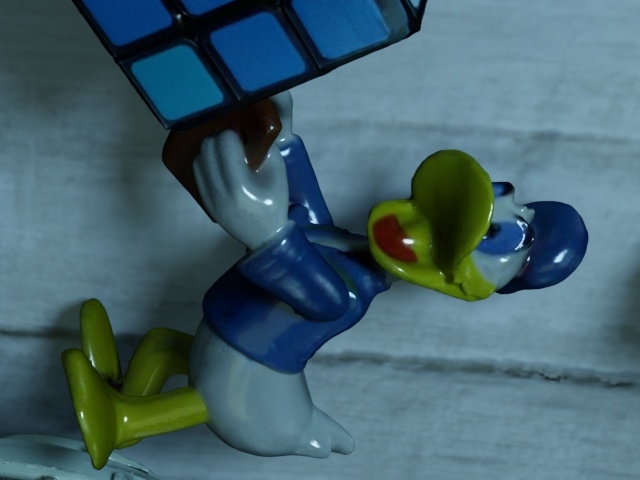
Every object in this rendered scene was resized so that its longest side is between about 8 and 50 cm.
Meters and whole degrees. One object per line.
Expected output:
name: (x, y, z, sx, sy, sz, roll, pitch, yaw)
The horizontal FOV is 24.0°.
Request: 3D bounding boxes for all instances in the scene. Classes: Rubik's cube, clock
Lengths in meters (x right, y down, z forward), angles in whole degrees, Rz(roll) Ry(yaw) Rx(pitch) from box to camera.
Rubik's cube: (-0.041, -0.179, 0.796, 0.162, 0.163, 0.160, -19, 121, 26)
clock: (-0.180, 0.188, 1.093, 0.236, 0.053, 0.236, 9, 154, 5)

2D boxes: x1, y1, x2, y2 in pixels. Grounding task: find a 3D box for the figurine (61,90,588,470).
figurine: (0.000, 0.000, 0.965, 0.338, 0.204, 0.283, -9, 112, -2)
